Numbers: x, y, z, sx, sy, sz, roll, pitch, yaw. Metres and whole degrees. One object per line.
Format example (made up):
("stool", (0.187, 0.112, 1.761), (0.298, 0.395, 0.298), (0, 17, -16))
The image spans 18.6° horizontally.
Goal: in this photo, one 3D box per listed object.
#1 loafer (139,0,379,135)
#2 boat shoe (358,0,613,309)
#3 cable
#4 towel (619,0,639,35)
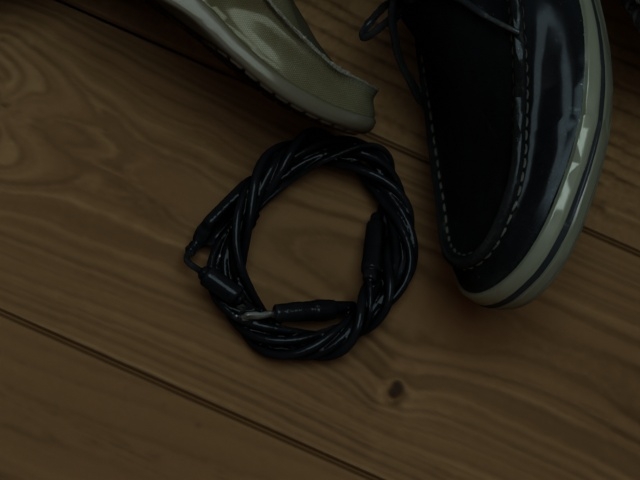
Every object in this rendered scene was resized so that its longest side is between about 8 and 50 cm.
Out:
("loafer", (-0.057, -0.177, 1.429), (0.268, 0.102, 0.092), (37, 90, -9))
("boat shoe", (0.111, -0.196, 1.440), (0.156, 0.187, 0.500), (7, 77, -27))
("cable", (0.000, 0.000, 1.455), (0.150, 0.047, 0.184), (42, 69, 10))
("towel", (0.341, -0.230, 1.497), (0.283, 0.121, 0.235), (1, 34, -7))
